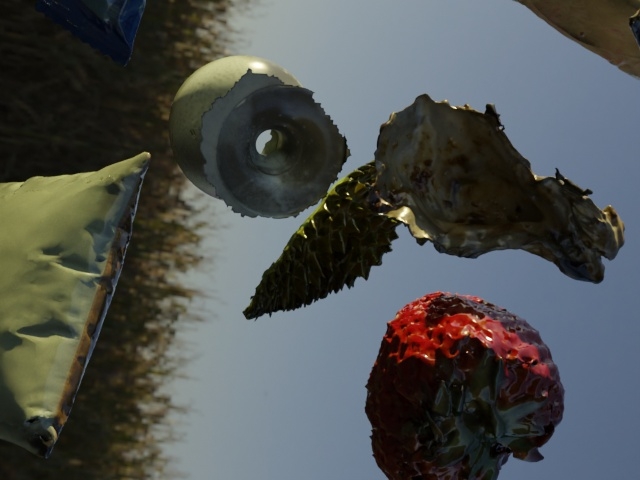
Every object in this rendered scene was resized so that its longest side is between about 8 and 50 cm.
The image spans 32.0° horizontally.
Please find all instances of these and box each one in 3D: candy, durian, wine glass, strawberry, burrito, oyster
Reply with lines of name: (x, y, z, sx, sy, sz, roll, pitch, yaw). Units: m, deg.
candy: (-0.280, -0.413, 1.528, 0.077, 0.187, 0.331, -28, 151, -59)
durian: (-0.008, -0.005, 1.956, 0.394, 0.163, 0.198, -48, -143, 13)
wine glass: (-0.108, -0.160, 1.656, 0.323, 0.238, 0.238, -150, -109, -66)
strawberry: (0.182, 0.206, 1.644, 0.312, 0.267, 0.351, -47, -154, 15)
burrito: (0.427, -0.368, 1.735, 0.105, 0.299, 0.143, -45, 163, -36)
oyster: (0.226, -0.061, 1.409, 0.133, 0.337, 0.197, 16, 93, -83)

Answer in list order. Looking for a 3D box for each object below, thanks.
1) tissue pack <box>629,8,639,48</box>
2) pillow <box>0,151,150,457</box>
tissue pack: (0.461, -0.217, 1.273, 0.123, 0.256, 0.215, 28, -111, 42)
pillow: (-0.315, 0.061, 1.139, 0.312, 0.119, 0.310, -6, -122, 43)
